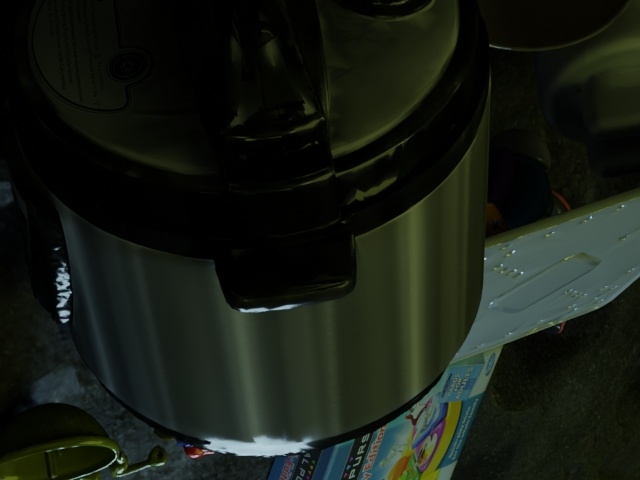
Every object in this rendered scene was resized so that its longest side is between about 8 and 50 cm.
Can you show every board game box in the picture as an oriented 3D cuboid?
[{"bbox_3d":[0.074,0.248,2.098,0.336,0.079,0.253,-13,127,-53],"label":"board game box"},{"bbox_3d":[0.222,0.026,1.743,0.390,0.050,0.390,-18,162,-26],"label":"board game box"}]

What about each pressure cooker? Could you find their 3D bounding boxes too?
[{"bbox_3d":[-0.049,-0.084,1.307,0.375,0.370,0.420,-46,152,-29],"label":"pressure cooker"}]

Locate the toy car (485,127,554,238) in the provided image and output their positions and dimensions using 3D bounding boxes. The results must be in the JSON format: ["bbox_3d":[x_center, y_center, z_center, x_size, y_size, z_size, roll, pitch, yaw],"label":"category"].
[{"bbox_3d":[0.174,-0.061,1.847,0.136,0.182,0.159,125,-17,-80],"label":"toy car"}]

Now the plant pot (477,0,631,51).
[{"bbox_3d":[0.187,-0.345,1.559,0.284,0.284,0.191,84,27,-47],"label":"plant pot"}]

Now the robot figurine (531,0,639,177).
[{"bbox_3d":[0.325,-0.240,1.823,0.300,0.200,0.353,74,11,-57],"label":"robot figurine"}]

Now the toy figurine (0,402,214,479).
[{"bbox_3d":[-0.144,0.091,1.575,0.363,0.217,0.191,-15,167,9],"label":"toy figurine"}]

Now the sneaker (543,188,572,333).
[{"bbox_3d":[0.292,-0.006,2.198,0.136,0.116,0.314,-58,159,-23],"label":"sneaker"}]
